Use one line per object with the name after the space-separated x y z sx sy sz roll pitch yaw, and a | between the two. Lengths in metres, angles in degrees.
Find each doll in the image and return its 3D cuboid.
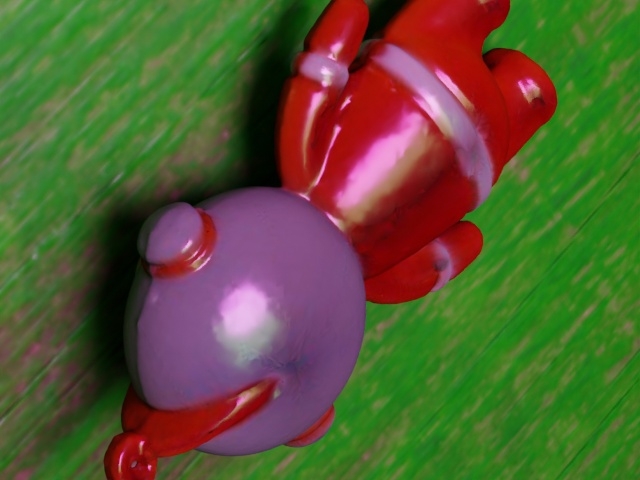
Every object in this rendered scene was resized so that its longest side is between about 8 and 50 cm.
0.000 0.000 0.725 0.245 0.076 0.142 -48 130 -17 | doll
